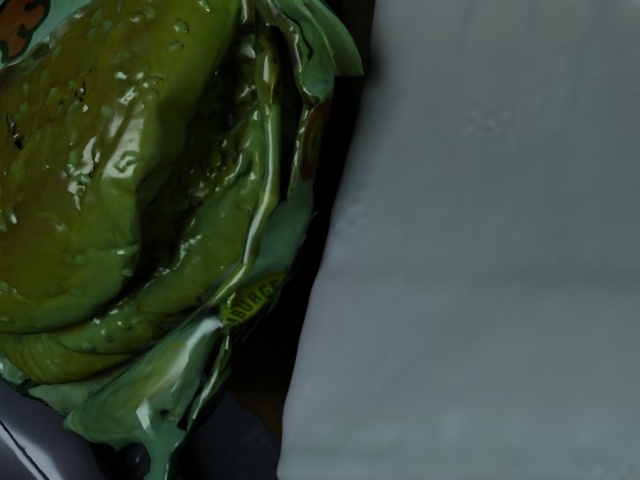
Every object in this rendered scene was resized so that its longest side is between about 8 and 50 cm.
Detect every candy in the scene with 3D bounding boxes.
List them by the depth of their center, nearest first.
[{"bbox_3d":[0.171,0.006,0.592,0.358,0.145,0.208,-2,68,37],"label":"candy"}]

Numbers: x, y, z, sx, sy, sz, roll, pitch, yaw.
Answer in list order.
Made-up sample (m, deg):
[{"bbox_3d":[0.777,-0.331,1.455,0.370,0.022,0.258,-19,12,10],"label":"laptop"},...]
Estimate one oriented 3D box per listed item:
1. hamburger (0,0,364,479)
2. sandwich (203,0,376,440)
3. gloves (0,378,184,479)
[{"bbox_3d":[-0.077,-0.021,0.688,0.214,0.125,0.235,-29,46,48],"label":"hamburger"},{"bbox_3d":[0.000,0.000,0.776,0.088,0.090,0.244,-12,76,33],"label":"sandwich"},{"bbox_3d":[-0.123,0.108,0.828,0.142,0.119,0.285,-37,74,53],"label":"gloves"}]
